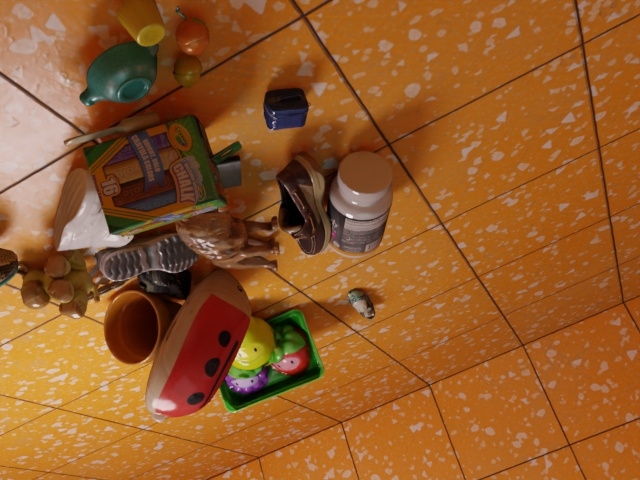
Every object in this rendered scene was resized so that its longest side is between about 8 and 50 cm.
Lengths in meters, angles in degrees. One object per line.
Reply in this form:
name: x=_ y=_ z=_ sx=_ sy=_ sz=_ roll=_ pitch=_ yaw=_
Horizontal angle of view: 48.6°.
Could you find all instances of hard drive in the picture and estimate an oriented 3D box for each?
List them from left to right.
hard drive: x=-0.251 y=-0.150 z=1.639 sx=0.135 sy=0.022 sz=0.094 roll=-11 pitch=150 yaw=-12

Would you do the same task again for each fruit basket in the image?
fruit basket: x=-0.198 y=0.380 z=2.336 sx=0.392 sy=0.283 sz=0.392 roll=-21 pitch=168 yaw=-5

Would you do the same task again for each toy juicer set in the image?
toy juicer set: x=-0.329 y=-0.305 z=1.299 sx=0.209 sy=0.089 sz=0.329 roll=-12 pitch=153 yaw=-50

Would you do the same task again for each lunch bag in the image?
lunch bag: x=-0.069 y=-0.279 z=1.483 sx=0.098 sy=0.067 sz=0.065 roll=-11 pitch=150 yaw=-15

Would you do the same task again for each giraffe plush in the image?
giraffe plush: x=-0.660 y=0.106 z=1.737 sx=0.170 sy=0.181 sz=0.210 roll=-11 pitch=-175 yaw=6

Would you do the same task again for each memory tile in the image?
memory tile: x=-0.567 y=0.129 z=1.866 sx=0.148 sy=0.012 sz=0.113 roll=-23 pitch=-170 yaw=9

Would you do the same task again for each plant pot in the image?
plant pot: x=-0.475 y=0.243 z=2.014 sx=0.205 sy=0.205 sz=0.188 roll=-32 pitch=163 yaw=22

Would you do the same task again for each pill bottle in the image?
pill bottle: x=0.097 y=-0.089 z=1.797 sx=0.162 sy=0.162 sz=0.278 roll=-12 pitch=149 yaw=-12

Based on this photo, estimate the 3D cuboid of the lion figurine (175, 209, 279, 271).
lion figurine: x=-0.228 y=0.014 z=1.799 sx=0.240 sy=0.142 sz=0.392 roll=-3 pitch=158 yaw=-5

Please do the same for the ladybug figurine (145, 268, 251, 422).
ladybug figurine: x=-0.325 y=0.299 z=1.956 sx=0.161 sy=0.449 sz=0.305 roll=23 pitch=164 yaw=11

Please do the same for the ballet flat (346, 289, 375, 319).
ballet flat: x=0.147 y=0.225 z=2.437 sx=0.070 sy=0.070 sz=0.188 roll=-27 pitch=149 yaw=14

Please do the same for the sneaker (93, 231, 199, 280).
sneaker: x=-0.431 y=0.023 z=1.773 sx=0.281 sy=0.115 sz=0.105 roll=-8 pitch=113 yaw=-42

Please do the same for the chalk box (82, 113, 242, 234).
chalk box: x=-0.293 y=-0.134 z=1.431 sx=0.288 sy=0.179 sz=0.180 roll=-17 pitch=180 yaw=-2

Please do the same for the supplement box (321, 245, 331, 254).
supplement box: x=0.000 y=0.000 z=2.011 sx=0.062 sy=0.036 sz=0.098 roll=-34 pitch=146 yaw=24

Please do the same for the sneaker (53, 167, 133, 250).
sneaker: x=-0.484 y=-0.068 z=1.577 sx=0.169 sy=0.108 sz=0.292 roll=-1 pitch=155 yaw=-31

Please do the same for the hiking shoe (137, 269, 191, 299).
hiking shoe: x=-0.428 y=0.106 z=1.925 sx=0.114 sy=0.086 sz=0.227 roll=3 pitch=161 yaw=13

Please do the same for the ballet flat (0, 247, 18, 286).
ballet flat: x=-0.924 y=0.095 z=1.564 sx=0.482 sy=0.164 sz=0.182 roll=-21 pitch=130 yaw=7

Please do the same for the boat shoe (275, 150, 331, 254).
boat shoe: x=-0.056 y=-0.065 z=1.752 sx=0.123 sy=0.123 sz=0.342 roll=-37 pitch=152 yaw=-22
